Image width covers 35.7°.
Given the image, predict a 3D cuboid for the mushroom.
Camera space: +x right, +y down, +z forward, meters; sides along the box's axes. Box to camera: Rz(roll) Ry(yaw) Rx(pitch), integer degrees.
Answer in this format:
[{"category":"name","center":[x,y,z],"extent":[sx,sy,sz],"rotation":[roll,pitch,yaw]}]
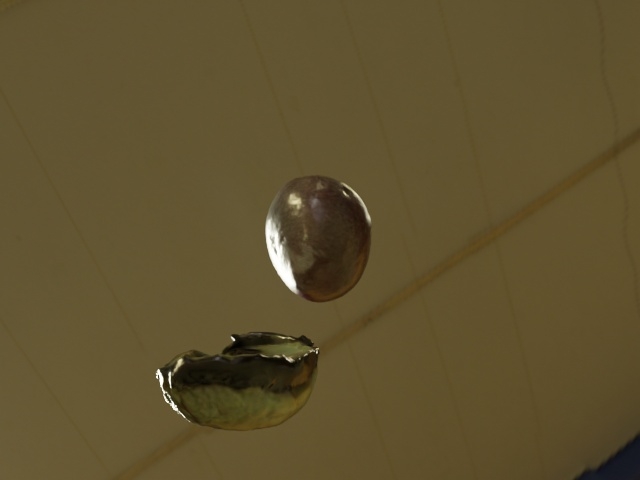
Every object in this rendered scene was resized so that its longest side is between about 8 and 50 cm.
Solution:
[{"category":"mushroom","center":[-0.128,0.223,1.564],"extent":[0.247,0.344,0.130],"rotation":[-4,-91,6]}]

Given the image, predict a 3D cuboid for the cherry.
[{"category":"cherry","center":[0.000,-0.002,1.309],"extent":[0.140,0.176,0.176],"rotation":[-8,-65,-12]}]
